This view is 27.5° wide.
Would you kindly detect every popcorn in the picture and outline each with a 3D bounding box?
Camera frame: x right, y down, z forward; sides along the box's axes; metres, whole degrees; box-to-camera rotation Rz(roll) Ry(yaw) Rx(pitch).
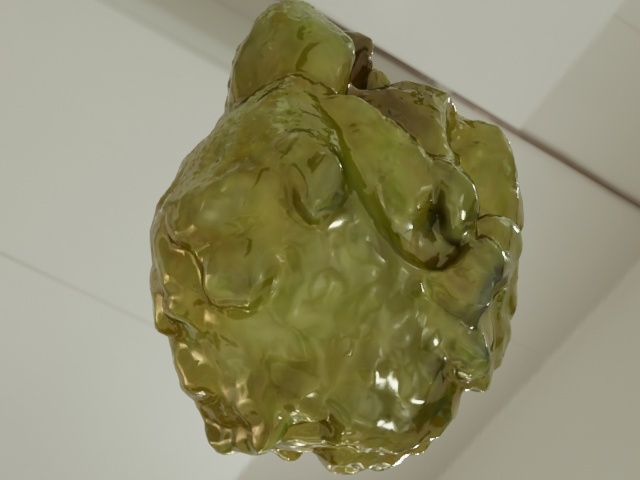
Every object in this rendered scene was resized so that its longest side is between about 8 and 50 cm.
[{"bbox_3d":[0.000,0.000,0.747,0.192,0.233,0.266,-15,-101,53],"label":"popcorn"}]
